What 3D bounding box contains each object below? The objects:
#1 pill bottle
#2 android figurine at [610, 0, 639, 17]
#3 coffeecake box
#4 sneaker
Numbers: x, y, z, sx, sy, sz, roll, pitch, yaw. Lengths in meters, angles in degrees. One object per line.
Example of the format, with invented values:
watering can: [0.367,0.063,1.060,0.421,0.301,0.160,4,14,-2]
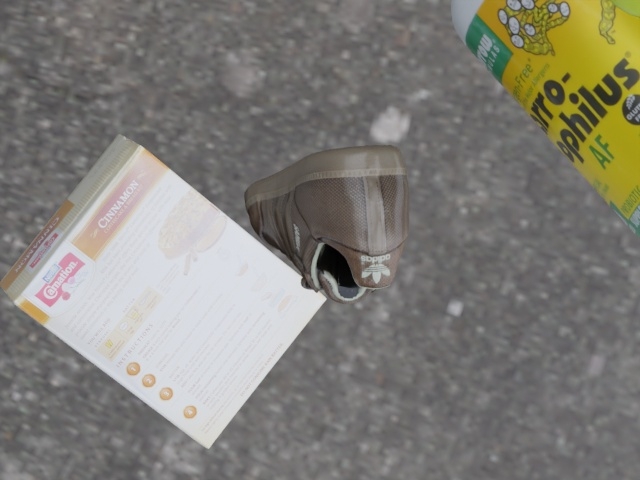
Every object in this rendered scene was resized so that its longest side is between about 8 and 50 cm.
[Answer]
pill bottle: [0.136,-0.103,0.848,0.118,0.208,0.117,-38,167,-10]
android figurine: [0.145,-0.196,0.620,0.056,0.273,0.248,21,75,0]
coffeecake box: [-0.114,0.037,1.315,0.185,0.068,0.142,40,85,-22]
sneaker: [0.000,0.000,0.940,0.066,0.188,0.071,-2,82,-10]
